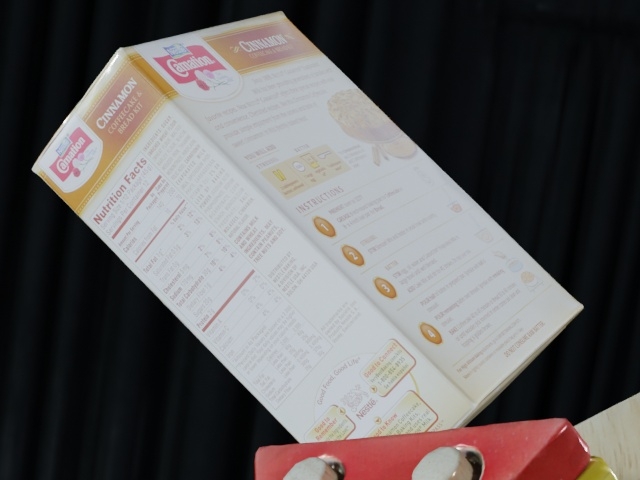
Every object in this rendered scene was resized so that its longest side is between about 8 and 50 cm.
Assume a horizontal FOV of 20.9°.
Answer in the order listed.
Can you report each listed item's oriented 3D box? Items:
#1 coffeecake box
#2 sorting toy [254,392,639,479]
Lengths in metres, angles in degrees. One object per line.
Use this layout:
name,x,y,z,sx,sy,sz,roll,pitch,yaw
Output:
coffeecake box,0.000,0.000,0.694,0.185,0.068,0.142,45,26,9
sorting toy,-0.005,0.152,0.430,0.255,0.089,0.257,-30,29,15
